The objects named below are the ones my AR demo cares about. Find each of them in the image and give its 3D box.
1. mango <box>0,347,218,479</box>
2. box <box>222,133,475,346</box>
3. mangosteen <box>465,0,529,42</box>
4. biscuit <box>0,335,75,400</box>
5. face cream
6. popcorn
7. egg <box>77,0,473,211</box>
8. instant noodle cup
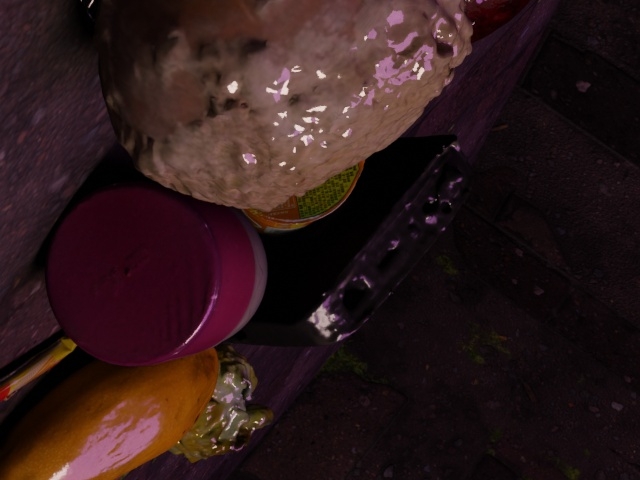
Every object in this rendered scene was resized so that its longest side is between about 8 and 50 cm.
[{"bbox_3d":[-0.250,0.212,1.474,0.359,0.144,0.187,-31,167,-51],"label":"mango"},{"bbox_3d":[0.000,0.000,1.605,0.350,0.091,0.359,-2,-141,53],"label":"box"},{"bbox_3d":[0.099,-0.318,1.223,0.261,0.235,0.235,30,99,-37],"label":"mangosteen"},{"bbox_3d":[-0.336,0.159,1.255,0.048,0.026,0.292,-37,-179,35],"label":"biscuit"},{"bbox_3d":[-0.155,0.031,1.219,0.175,0.175,0.195,-55,171,7],"label":"face cream"},{"bbox_3d":[-0.162,0.247,1.867,0.198,0.212,0.198,-40,-155,23],"label":"popcorn"},{"bbox_3d":[-0.031,-0.166,0.909,0.310,0.279,0.279,-46,176,37],"label":"egg"},{"bbox_3d":[-0.043,-0.078,1.459,0.168,0.168,0.185,-51,178,-13],"label":"instant noodle cup"}]
